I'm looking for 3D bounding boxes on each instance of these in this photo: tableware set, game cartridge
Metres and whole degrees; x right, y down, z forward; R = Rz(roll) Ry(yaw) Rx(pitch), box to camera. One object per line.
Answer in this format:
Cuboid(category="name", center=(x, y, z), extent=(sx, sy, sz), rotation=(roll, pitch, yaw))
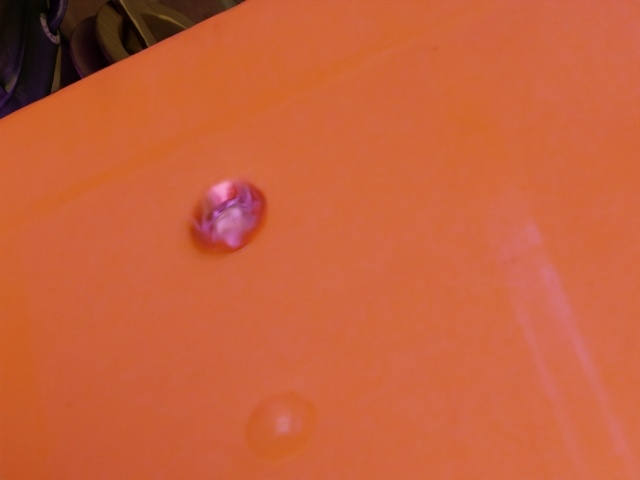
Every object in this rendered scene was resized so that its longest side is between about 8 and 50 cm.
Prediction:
Cuboid(category="tableware set", center=(-0.066, -0.050, 0.764), extent=(0.128, 0.039, 0.194), rotation=(21, 35, -24))
Cuboid(category="game cartridge", center=(-0.001, 0.062, 0.474), extent=(0.053, 0.285, 0.324), rotation=(55, 15, -50))

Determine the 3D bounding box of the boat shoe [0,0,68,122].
Cuboid(category="boat shoe", center=(-0.150, -0.144, 0.690), extent=(0.113, 0.127, 0.340), rotation=(56, 6, -37))
